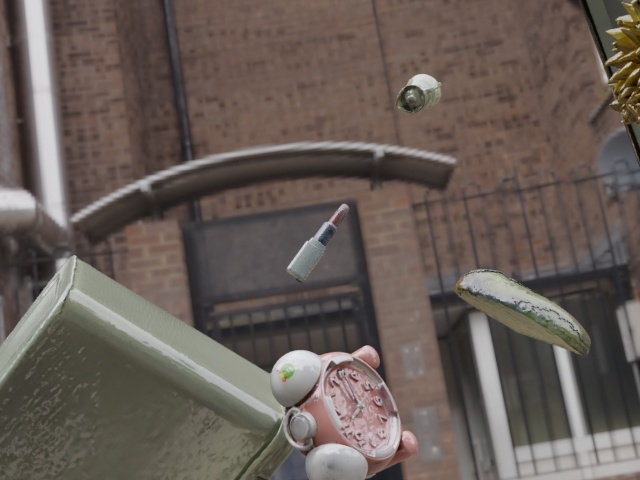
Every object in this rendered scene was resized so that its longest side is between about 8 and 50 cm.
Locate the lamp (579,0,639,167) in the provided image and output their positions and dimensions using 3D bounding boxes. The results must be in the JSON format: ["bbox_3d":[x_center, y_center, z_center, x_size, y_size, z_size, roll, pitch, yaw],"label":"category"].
[{"bbox_3d":[0.425,-0.202,1.097,0.266,0.269,0.047,-12,26,31],"label":"lamp"}]

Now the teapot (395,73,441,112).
[{"bbox_3d":[0.152,-0.223,1.640,0.067,0.057,0.083,-25,7,28],"label":"teapot"}]

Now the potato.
[{"bbox_3d":[0.272,0.089,1.420,0.198,0.054,0.119,24,-14,40],"label":"potato"}]

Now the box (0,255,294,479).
[{"bbox_3d":[-0.262,0.251,1.335,0.344,0.352,0.177,36,10,-20],"label":"box"}]

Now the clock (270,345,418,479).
[{"bbox_3d":[0.016,0.202,1.202,0.092,0.166,0.162,-33,-18,28],"label":"clock"}]

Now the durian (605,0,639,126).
[{"bbox_3d":[0.297,-0.153,0.712,0.249,0.138,0.183,-14,29,39],"label":"durian"}]

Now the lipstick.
[{"bbox_3d":[0.000,0.000,1.266,0.025,0.107,0.025,35,-13,2],"label":"lipstick"}]
